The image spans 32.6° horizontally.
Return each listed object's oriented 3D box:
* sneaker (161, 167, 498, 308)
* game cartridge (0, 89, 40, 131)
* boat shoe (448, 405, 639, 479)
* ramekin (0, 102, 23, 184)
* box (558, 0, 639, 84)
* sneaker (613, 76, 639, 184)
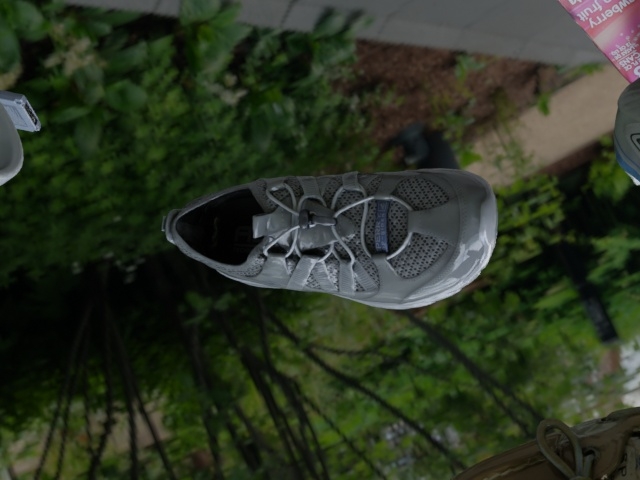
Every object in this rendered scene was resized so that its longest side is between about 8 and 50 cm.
[{"bbox_3d":[0.000,0.000,0.830,0.281,0.105,0.115,-7,170,37],"label":"sneaker"},{"bbox_3d":[-0.379,-0.160,1.337,0.056,0.017,0.083,8,160,4],"label":"game cartridge"},{"bbox_3d":[0.183,0.119,0.522,0.285,0.105,0.089,-14,152,8],"label":"boat shoe"},{"bbox_3d":[-0.442,-0.119,1.069,0.135,0.277,0.277,-43,164,13],"label":"ramekin"},{"bbox_3d":[0.284,-0.237,0.738,0.257,0.122,0.128,-33,-157,34],"label":"box"},{"bbox_3d":[0.257,-0.029,0.641,0.085,0.086,0.237,-24,-148,-8],"label":"sneaker"}]
